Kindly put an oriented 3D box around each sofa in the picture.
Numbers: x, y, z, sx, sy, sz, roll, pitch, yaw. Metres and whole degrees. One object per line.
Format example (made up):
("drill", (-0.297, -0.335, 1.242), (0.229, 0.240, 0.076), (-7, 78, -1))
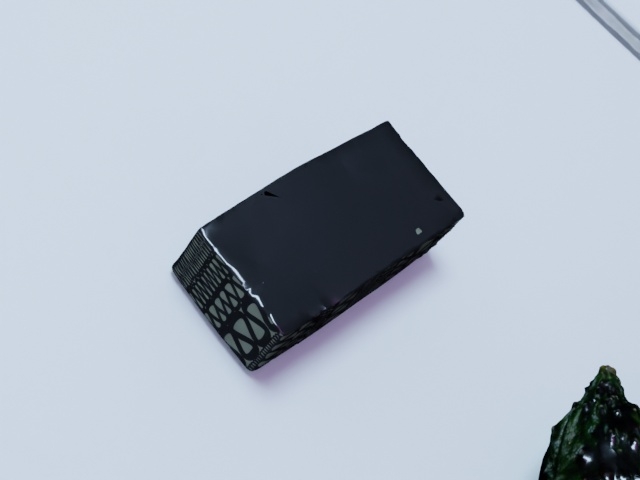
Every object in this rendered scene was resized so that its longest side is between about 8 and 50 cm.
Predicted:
("sofa", (0.000, 0.000, 0.648), (0.118, 0.039, 0.060), (-33, 82, -36))

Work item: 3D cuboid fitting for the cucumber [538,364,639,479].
("cucumber", (0.119, 0.189, 0.581), (0.072, 0.072, 0.300), (11, 57, -21))
